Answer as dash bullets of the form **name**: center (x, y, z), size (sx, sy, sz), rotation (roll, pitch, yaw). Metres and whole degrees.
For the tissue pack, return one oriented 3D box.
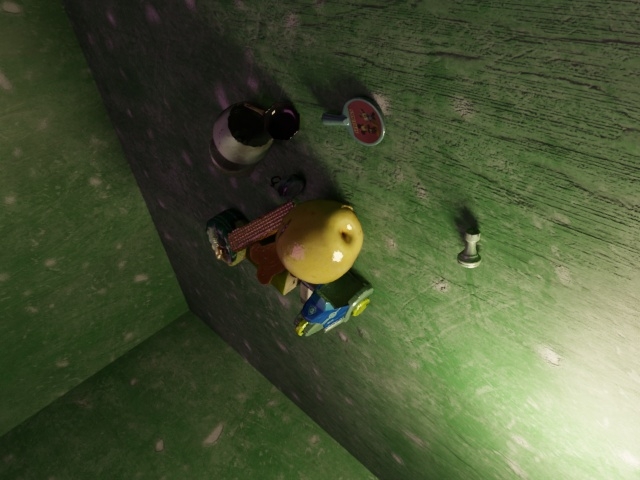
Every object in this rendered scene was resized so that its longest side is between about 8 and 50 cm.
- **tissue pack**: center (-0.194, 0.073, 2.230), size (0.275, 0.167, 0.200), rotation (44, 147, 21)

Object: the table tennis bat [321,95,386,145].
- **table tennis bat**: center (0.098, -0.363, 1.494), size (0.244, 0.040, 0.153), rotation (17, 134, 42)

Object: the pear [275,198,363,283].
- **pear**: center (0.000, 0.000, 1.753), size (0.309, 0.309, 0.309), rotation (36, 146, 30)

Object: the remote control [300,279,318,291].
- **remote control**: center (-0.002, 0.210, 2.107), size (0.104, 0.052, 0.247), rotation (38, 178, 38)

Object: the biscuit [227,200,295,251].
- **biscuit**: center (-0.244, -0.057, 2.093), size (0.379, 0.054, 0.094), rotation (-26, 78, 27)

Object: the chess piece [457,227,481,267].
- **chess piece**: center (0.421, 0.018, 1.385), size (0.067, 0.067, 0.103), rotation (27, 131, 40)

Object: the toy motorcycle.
- **toy motorcycle**: center (0.036, 0.232, 1.897), size (0.191, 0.326, 0.200), rotation (43, 146, 20)

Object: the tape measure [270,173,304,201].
- **tape measure**: center (-0.141, -0.240, 1.926), size (0.104, 0.107, 0.180), rotation (31, -161, -48)

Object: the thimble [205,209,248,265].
- **thimble**: center (-0.465, -0.011, 2.544), size (0.254, 0.167, 0.288), rotation (43, 148, 21)

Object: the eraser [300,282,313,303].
- **eraser**: center (-0.043, 0.172, 2.192), size (0.061, 0.089, 0.352), rotation (36, 147, 25)

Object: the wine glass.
- **wine glass**: center (-0.296, -0.382, 1.863), size (0.238, 0.238, 0.323), rotation (58, 159, -6)

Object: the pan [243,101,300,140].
- **pan**: center (-0.153, -0.439, 1.714), size (0.202, 0.128, 0.048), rotation (50, -166, 2)

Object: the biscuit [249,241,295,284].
- **biscuit**: center (-0.129, 0.061, 2.054), size (0.047, 0.340, 0.216), rotation (24, -136, -65)
